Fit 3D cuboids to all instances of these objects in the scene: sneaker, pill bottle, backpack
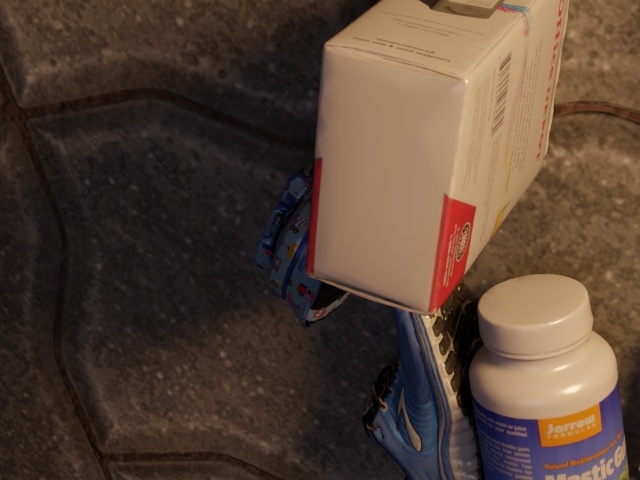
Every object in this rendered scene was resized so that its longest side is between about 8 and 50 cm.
[{"bbox_3d":[0.105,0.168,1.418,0.147,0.130,0.330,-1,116,24],"label":"sneaker"},{"bbox_3d":[0.236,0.179,1.344,0.152,0.152,0.272,1,117,26],"label":"pill bottle"},{"bbox_3d":[0.000,0.000,1.346,0.117,0.173,0.158,31,127,8],"label":"backpack"}]

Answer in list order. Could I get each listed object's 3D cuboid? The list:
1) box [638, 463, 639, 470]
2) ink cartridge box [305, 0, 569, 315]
[{"bbox_3d":[0.398,0.174,1.331,0.109,0.042,0.178,17,123,18],"label":"box"},{"bbox_3d":[0.111,-0.110,1.149,0.131,0.306,0.226,15,122,18],"label":"ink cartridge box"}]
